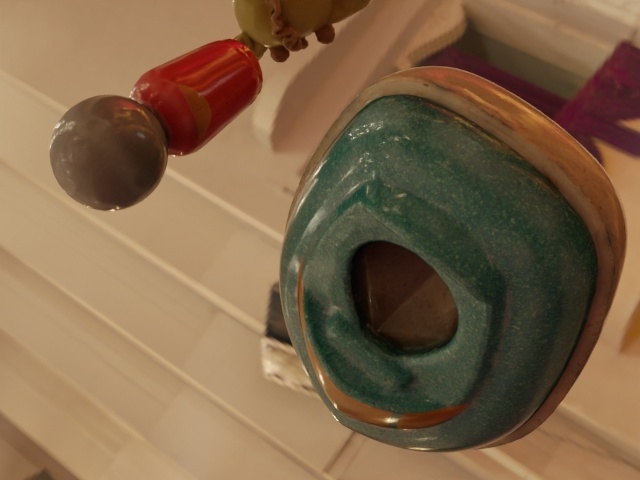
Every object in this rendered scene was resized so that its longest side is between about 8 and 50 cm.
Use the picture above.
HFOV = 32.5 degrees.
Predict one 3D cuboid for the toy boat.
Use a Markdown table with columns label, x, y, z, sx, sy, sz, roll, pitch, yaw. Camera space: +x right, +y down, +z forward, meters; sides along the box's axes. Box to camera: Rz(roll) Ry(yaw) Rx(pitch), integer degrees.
| label | x | y | z | sx | sy | sz | roll | pitch | yaw |
| --- | --- | --- | --- | --- | --- | --- | --- | --- | --- |
| toy boat | 0.000 | 0.000 | 0.623 | 0.148 | 0.318 | 0.267 | -40 | -22 | -37 |

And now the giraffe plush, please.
| label | x | y | z | sx | sy | sz | roll | pitch | yaw |
| --- | --- | --- | --- | --- | --- | --- | --- | --- | --- |
| giraffe plush | -0.043 | -0.244 | 0.938 | 0.170 | 0.181 | 0.210 | 49 | -129 | -46 |
